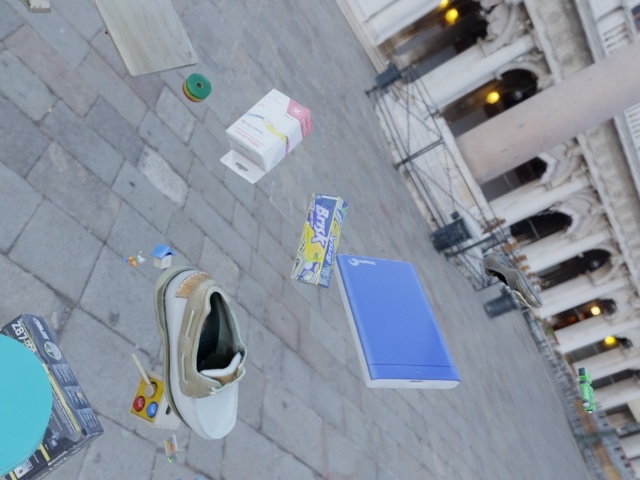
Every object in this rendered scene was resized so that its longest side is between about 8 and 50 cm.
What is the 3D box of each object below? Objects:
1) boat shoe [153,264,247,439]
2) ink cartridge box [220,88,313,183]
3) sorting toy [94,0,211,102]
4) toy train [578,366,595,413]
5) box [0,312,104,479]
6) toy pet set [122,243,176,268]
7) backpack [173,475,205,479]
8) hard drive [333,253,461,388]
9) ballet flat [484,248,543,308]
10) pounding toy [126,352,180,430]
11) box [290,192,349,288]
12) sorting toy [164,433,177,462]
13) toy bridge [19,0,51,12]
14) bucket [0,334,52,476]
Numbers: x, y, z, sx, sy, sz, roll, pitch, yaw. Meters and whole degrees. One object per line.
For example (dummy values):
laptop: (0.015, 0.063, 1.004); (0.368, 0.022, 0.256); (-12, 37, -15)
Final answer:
boat shoe: (-0.172, 0.189, 0.794); (0.113, 0.103, 0.303); (-33, 124, -42)
ink cartridge box: (-0.125, -0.231, 1.151); (0.115, 0.198, 0.067); (35, -21, 22)
sorting toy: (-0.303, -0.353, 0.892); (0.132, 0.046, 0.275); (-29, 97, -38)
toy train: (0.426, 0.239, 0.837); (0.024, 0.017, 0.083); (53, 34, -19)
box: (-0.819, 0.446, 1.400); (0.395, 0.318, 0.097); (52, -1, 14)
toy pet set: (-0.494, 0.036, 1.531); (0.122, 0.114, 0.065); (-17, 121, -60)
backpack: (-0.345, 0.645, 1.276); (0.117, 0.173, 0.158); (51, 7, 19)
hard drive: (0.157, 0.169, 1.137); (0.210, 0.040, 0.319); (8, 43, -23)
ballet flat: (0.401, 0.085, 1.110); (0.084, 0.058, 0.250); (53, 10, -16)
pounding toy: (-0.392, 0.356, 1.231); (0.100, 0.130, 0.141); (31, 70, -51)
box: (0.000, 0.000, 0.981); (0.054, 0.059, 0.169); (31, 71, -63)
sorting toy: (-0.511, 0.713, 1.784); (0.012, 0.062, 0.083); (14, 48, -47)
toy bridge: (-0.428, -0.376, 0.733); (0.188, 0.063, 0.026); (159, -79, -70)
bucket: (-0.633, 0.304, 0.916); (0.281, 0.183, 0.281); (41, 35, -37)
